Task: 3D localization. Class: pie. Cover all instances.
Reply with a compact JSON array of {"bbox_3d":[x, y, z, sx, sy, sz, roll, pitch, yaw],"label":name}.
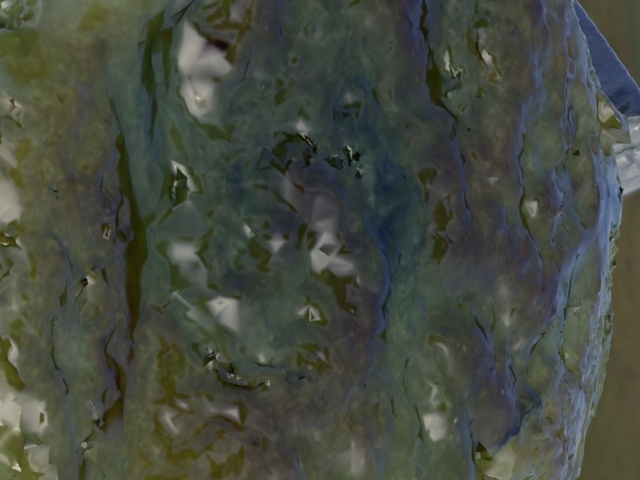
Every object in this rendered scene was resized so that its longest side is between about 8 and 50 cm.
[{"bbox_3d":[0.000,0.000,0.516,0.277,0.078,0.277,5,83,-42],"label":"pie"}]

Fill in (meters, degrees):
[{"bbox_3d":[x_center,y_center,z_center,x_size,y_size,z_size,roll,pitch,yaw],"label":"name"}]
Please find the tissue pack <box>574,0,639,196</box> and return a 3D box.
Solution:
[{"bbox_3d":[0.054,-0.067,0.797,0.051,0.112,0.156,77,-11,-46],"label":"tissue pack"}]
